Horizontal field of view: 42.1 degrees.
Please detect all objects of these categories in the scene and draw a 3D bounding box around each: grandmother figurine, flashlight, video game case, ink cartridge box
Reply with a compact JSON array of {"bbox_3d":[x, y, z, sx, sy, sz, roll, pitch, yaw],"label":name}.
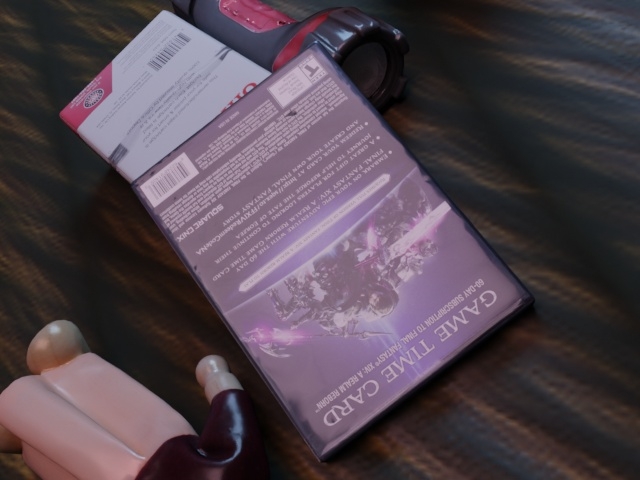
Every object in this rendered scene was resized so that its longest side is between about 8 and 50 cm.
[{"bbox_3d":[-0.117,0.181,0.604,0.342,0.104,0.207,18,82,37],"label":"grandmother figurine"},{"bbox_3d":[-0.043,-0.215,0.826,0.103,0.103,0.304,-26,45,-24],"label":"flashlight"},{"bbox_3d":[0.000,0.000,0.646,0.196,0.026,0.274,-38,72,1],"label":"video game case"},{"bbox_3d":[-0.126,-0.109,0.802,0.158,0.092,0.218,-47,49,-6],"label":"ink cartridge box"}]
